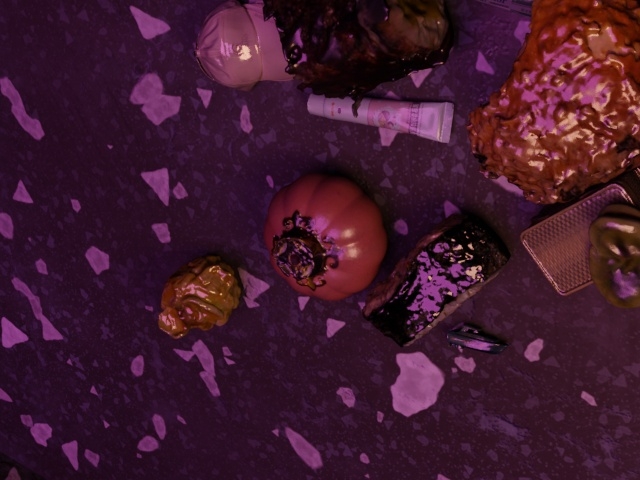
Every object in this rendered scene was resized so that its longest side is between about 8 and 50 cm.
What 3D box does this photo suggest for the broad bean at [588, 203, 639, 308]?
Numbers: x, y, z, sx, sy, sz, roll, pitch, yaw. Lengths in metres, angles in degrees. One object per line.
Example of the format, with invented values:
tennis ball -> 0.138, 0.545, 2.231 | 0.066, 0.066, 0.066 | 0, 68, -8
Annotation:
broad bean -> 0.566, 0.029, 1.719 | 0.153, 0.072, 0.206 | -3, 123, 36

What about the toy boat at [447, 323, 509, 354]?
toy boat -> 0.363, 0.228, 2.132 | 0.141, 0.055, 0.060 | 12, 96, 28

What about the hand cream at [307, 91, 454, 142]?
hand cream -> 0.130, -0.278, 2.027 | 0.331, 0.058, 0.085 | 12, 103, 22

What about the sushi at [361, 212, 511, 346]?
sushi -> 0.249, 0.082, 2.039 | 0.171, 0.211, 0.350 | 49, 124, 8

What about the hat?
hat -> -0.159, -0.424, 2.081 | 0.226, 0.164, 0.219 | 19, 127, 49

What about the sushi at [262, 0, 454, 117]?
sushi -> 0.084, -0.433, 1.821 | 0.294, 0.299, 0.281 | -20, 63, 37

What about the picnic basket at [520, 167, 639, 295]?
picnic basket -> 0.546, -0.025, 1.829 | 0.267, 0.139, 0.165 | -33, 94, 39

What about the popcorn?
popcorn -> -0.316, 0.149, 2.427 | 0.235, 0.217, 0.181 | -21, 105, 50

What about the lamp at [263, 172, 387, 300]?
lamp -> 0.000, 0.000, 2.128 | 0.305, 0.240, 0.305 | 15, 121, 27

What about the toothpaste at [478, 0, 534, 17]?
toothpaste -> 0.361, -0.465, 1.786 | 0.218, 0.041, 0.064 | 22, 135, 19

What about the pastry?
pastry -> 0.475, -0.252, 1.671 | 0.337, 0.292, 0.405 | 30, 116, 5
